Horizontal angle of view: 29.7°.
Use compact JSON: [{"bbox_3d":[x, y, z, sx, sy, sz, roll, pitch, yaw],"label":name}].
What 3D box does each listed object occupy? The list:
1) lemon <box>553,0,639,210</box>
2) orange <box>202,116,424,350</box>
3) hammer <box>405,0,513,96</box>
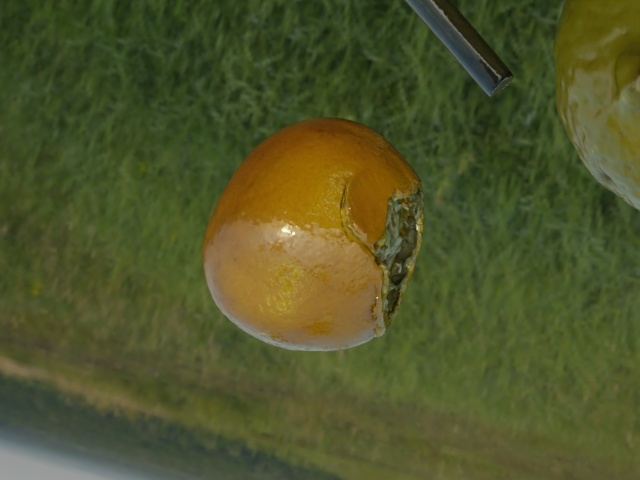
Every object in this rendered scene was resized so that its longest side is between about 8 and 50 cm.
[{"bbox_3d":[0.289,-0.125,0.826,0.267,0.267,0.267,16,167,4],"label":"lemon"},{"bbox_3d":[0.000,0.000,0.762,0.134,0.154,0.154,33,167,1],"label":"orange"},{"bbox_3d":[0.017,-0.249,0.900,0.365,0.043,0.111,52,169,10],"label":"hammer"}]
